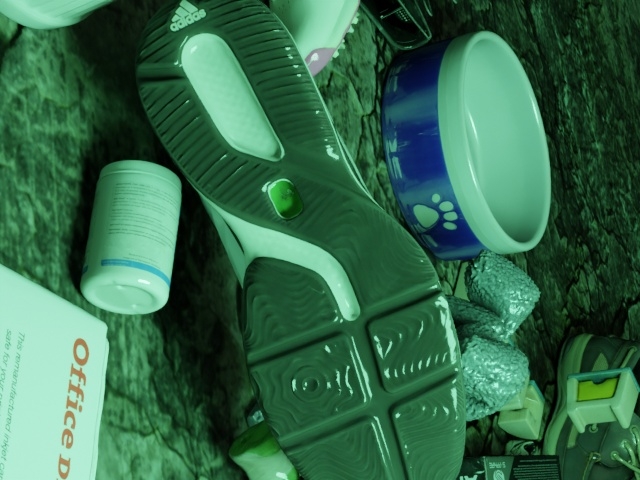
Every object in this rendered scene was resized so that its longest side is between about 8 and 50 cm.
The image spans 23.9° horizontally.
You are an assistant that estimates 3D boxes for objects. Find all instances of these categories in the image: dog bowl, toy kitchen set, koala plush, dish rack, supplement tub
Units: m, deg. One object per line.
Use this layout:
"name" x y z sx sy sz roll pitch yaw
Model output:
"dog bowl" 0.177 -0.110 1.796 0.265 0.104 0.265 30 55 -55
"toy kitchen set" 0.273 0.125 1.822 0.207 0.166 0.122 57 35 -35
"koala plush" 0.071 0.073 1.506 0.221 0.203 0.196 43 31 -17
"dish rack" 0.152 -0.350 1.680 0.208 0.271 0.074 44 25 -47
"supplement tub" -0.149 -0.002 1.199 0.071 0.071 0.107 41 47 -49

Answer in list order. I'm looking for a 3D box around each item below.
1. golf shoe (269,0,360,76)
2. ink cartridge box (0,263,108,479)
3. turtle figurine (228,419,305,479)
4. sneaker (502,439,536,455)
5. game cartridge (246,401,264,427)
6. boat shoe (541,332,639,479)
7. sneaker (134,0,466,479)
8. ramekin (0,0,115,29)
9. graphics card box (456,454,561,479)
"golf shoe" -0.027 -0.301 1.518 0.140 0.115 0.306 26 57 -31
"ink cartridge box" -0.263 0.102 0.905 0.278 0.117 0.201 37 49 -51
"turtle figurine" 0.028 0.281 1.253 0.266 0.198 0.274 50 -6 -15
"sneaker" 0.239 0.271 1.846 0.032 0.037 0.083 66 32 -26
"game cartridge" -0.039 0.179 1.395 0.056 0.017 0.083 -52 125 -50
"boat shoe" 0.377 0.265 1.999 0.132 0.130 0.355 50 39 -42
"sneaker" 0.001 -0.001 1.272 0.257 0.169 0.447 -64 131 -82
"ramekin" -0.196 -0.277 1.173 0.207 0.109 0.207 31 53 -54
"graphics card box" 0.206 0.423 1.672 0.233 0.094 0.371 11 72 -60
